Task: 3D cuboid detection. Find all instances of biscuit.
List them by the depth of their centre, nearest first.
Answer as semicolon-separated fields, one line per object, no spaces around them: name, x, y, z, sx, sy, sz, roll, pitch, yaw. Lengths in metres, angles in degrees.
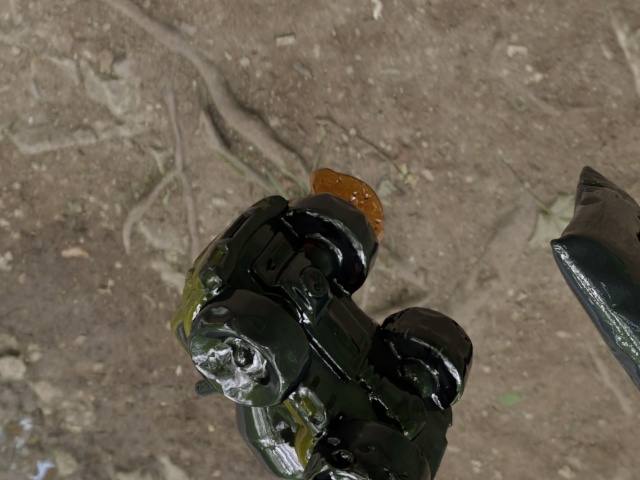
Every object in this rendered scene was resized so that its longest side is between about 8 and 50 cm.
biscuit;0.000;0.000;0.672;0.102;0.019;0.130;37;88;-18

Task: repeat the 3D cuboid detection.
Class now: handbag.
handbag;0.317;0.056;0.733;0.089;0.211;0.254;-35;96;35

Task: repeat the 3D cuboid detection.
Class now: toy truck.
toy truck;-0.015;0.089;0.509;0.165;0.147;0.224;-24;112;42
